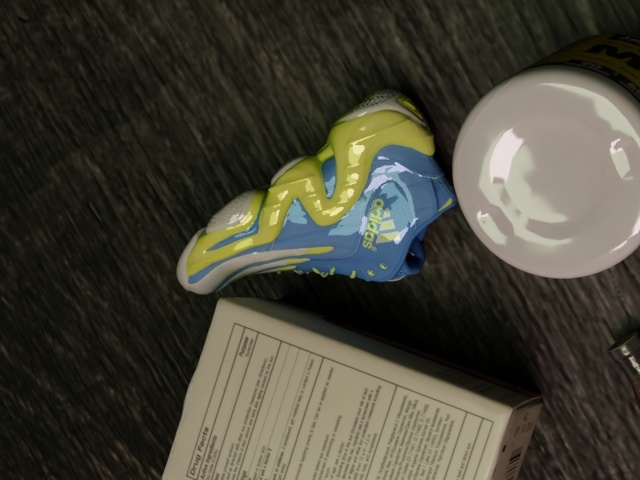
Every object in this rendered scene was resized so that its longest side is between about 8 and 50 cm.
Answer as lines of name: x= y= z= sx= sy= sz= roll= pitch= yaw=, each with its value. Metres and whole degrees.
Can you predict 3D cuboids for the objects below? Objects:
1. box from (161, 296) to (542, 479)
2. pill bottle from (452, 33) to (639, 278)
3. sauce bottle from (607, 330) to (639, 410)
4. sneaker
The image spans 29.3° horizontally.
box: x=0.026 y=0.147 z=0.909 sx=0.232 sy=0.127 sz=0.148 roll=20 pitch=94 yaw=20
pill bottle: x=0.168 y=-0.062 z=0.746 sx=0.119 sy=0.208 sz=0.119 roll=8 pitch=110 yaw=24
sauce bottle: x=0.249 y=0.123 z=0.862 sx=0.042 sy=0.042 sz=0.128 roll=-39 pitch=87 yaw=30
sneaker: x=0.000 y=0.000 z=0.916 sx=0.240 sy=0.091 sz=0.126 roll=-38 pitch=88 yaw=29
